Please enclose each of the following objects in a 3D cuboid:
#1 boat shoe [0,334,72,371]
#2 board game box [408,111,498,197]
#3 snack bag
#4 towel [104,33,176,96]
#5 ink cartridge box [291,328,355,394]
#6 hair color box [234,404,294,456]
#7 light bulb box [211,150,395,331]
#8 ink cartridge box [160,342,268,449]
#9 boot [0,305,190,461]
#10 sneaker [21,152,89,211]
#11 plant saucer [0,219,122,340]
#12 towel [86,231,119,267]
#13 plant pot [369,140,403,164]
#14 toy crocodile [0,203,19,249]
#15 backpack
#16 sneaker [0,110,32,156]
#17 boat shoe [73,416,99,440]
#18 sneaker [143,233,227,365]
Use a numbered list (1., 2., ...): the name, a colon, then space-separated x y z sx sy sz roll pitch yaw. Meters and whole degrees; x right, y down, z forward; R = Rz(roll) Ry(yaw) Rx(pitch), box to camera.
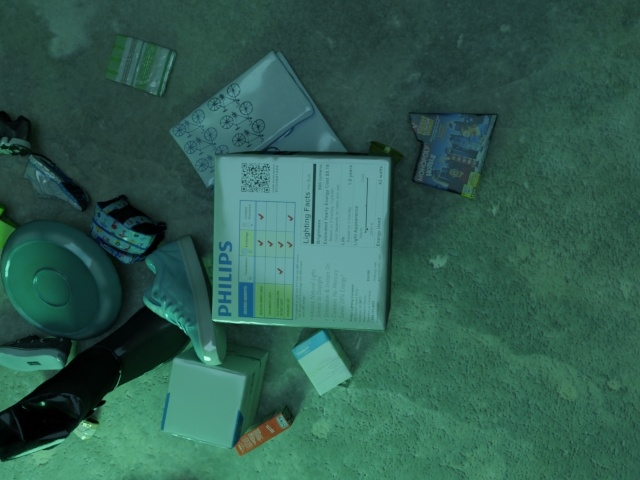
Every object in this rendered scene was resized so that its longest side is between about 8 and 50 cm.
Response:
1. boat shoe: -0.694 0.262 1.959 0.228 0.076 0.080 -6 135 28
2. board game box: 0.277 -0.213 1.825 0.194 0.060 0.194 16 95 6
3. snack bag: -0.135 -0.211 1.863 0.323 0.037 0.343 -34 82 7
4. towel: -0.424 -0.413 1.915 0.152 0.023 0.113 19 93 7
5. ink cartridge box: 0.012 0.281 1.870 0.089 0.092 0.143 -32 89 8
6. hair color box: -0.134 0.447 1.908 0.141 0.072 0.043 -33 89 8
7. light bulb box: -0.028 -0.010 1.724 0.360 0.225 0.358 3 97 7
8. ink cartridge box: -0.232 0.337 1.832 0.168 0.232 0.171 12 95 8
9. boot: -0.468 0.279 1.747 0.367 0.445 0.146 -37 89 7
10. sneaker: -0.634 -0.122 1.938 0.190 0.071 0.083 40 103 11
11. plant saucer: -0.616 0.104 1.897 0.317 0.044 0.318 6 115 13
12. towel: -0.561 0.066 1.956 0.110 0.027 0.148 42 96 2
13. plant pot: 0.134 -0.172 1.840 0.083 0.083 0.079 26 108 4
14. toy crocodile: -0.862 -0.070 1.953 0.340 0.105 0.115 25 96 0
15. backpack: -0.456 -0.023 1.864 0.158 0.173 0.117 35 97 3
16. sneaker: -0.784 -0.257 1.940 0.234 0.078 0.106 2 74 17
17. boat shoe: -0.608 0.409 1.969 0.170 0.063 0.059 41 95 -7
18. sneaker: -0.308 0.148 1.800 0.150 0.366 0.135 -22 134 -3
